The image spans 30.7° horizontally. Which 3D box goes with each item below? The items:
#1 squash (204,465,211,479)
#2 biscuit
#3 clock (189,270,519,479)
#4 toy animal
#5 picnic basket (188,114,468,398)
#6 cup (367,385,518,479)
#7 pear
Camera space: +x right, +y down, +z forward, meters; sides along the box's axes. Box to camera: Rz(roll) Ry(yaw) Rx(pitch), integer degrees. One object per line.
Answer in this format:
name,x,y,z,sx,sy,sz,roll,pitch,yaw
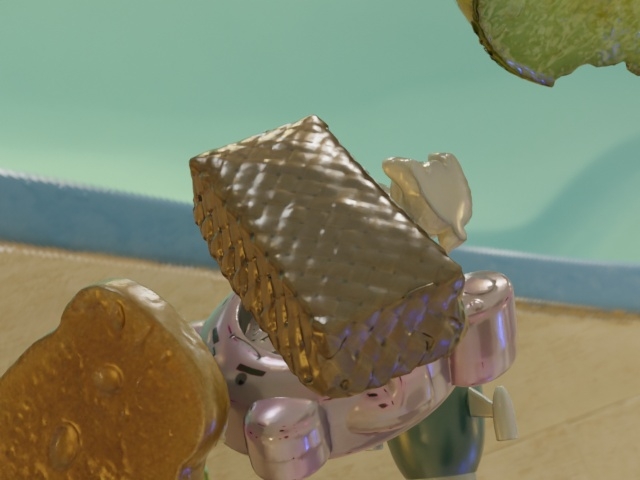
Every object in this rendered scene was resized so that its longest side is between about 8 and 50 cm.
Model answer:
squash,-0.250,0.284,1.518,0.250,0.083,0.083,28,57,-23
biscuit,-0.209,0.221,1.120,0.287,0.344,0.057,46,19,21
clock,0.014,0.105,1.228,0.322,0.295,0.113,-28,125,-26
toy animal,0.135,-0.037,2.196,0.271,0.265,0.206,-14,79,-60
picnic basket,0.000,0.000,0.666,0.110,0.055,0.193,-21,47,-20
cup,0.175,0.296,1.772,0.167,0.299,0.173,3,78,-43
pear,0.195,-0.270,0.917,0.292,0.159,0.292,6,59,-10
